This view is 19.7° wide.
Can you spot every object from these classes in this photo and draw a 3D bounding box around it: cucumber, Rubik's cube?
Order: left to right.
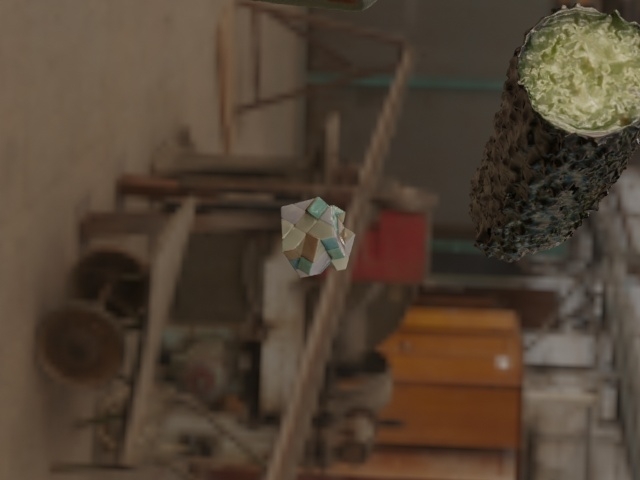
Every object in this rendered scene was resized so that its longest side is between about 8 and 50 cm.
[{"bbox_3d":[0.000,-0.001,2.006,0.075,0.073,0.084,45,33,-65],"label":"Rubik's cube"},{"bbox_3d":[0.149,-0.049,1.236,0.359,0.096,0.096,100,-6,-74],"label":"cucumber"}]

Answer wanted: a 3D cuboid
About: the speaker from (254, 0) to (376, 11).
[{"bbox_3d":[-0.058,-0.412,2.308,0.184,0.406,0.183,-57,135,-21],"label":"speaker"}]
